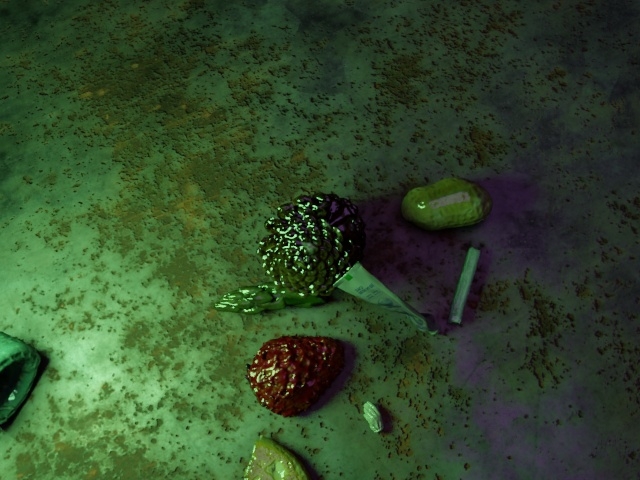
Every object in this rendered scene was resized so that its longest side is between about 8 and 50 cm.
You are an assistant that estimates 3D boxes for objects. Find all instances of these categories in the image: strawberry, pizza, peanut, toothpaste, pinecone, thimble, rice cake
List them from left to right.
[{"bbox_3d":[-0.768,0.314,1.243,0.143,0.198,0.235,23,44,14],"label":"thimble"},{"bbox_3d":[-0.097,0.541,1.191,0.182,0.062,0.161,30,67,8],"label":"pizza"},{"bbox_3d":[-0.054,0.290,1.251,0.237,0.111,0.190,-25,68,-7],"label":"strawberry"},{"bbox_3d":[-0.003,0.001,1.287,0.247,0.292,0.246,8,111,23],"label":"pinecone"},{"bbox_3d":[0.166,0.143,1.239,0.301,0.075,0.048,32,49,-27],"label":"toothpaste"},{"bbox_3d":[0.316,-0.093,1.367,0.225,0.129,0.129,-9,69,0],"label":"peanut"},{"bbox_3d":[0.354,0.111,1.335,0.033,0.033,0.207,19,72,9],"label":"rice cake"}]

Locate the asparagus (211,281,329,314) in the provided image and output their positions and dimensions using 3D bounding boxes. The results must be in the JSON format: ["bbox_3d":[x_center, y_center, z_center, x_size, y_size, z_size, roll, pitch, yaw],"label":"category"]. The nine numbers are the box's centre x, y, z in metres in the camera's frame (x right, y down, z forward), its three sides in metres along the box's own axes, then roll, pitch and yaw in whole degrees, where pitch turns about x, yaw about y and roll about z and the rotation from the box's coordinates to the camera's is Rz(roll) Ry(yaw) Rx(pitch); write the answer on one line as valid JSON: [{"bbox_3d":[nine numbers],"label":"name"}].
[{"bbox_3d":[-0.125,0.138,1.332,0.288,0.080,0.080,-9,69,1],"label":"asparagus"}]

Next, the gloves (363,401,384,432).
[{"bbox_3d":[0.125,0.406,1.240,0.044,0.037,0.081,-15,58,-41],"label":"gloves"}]
